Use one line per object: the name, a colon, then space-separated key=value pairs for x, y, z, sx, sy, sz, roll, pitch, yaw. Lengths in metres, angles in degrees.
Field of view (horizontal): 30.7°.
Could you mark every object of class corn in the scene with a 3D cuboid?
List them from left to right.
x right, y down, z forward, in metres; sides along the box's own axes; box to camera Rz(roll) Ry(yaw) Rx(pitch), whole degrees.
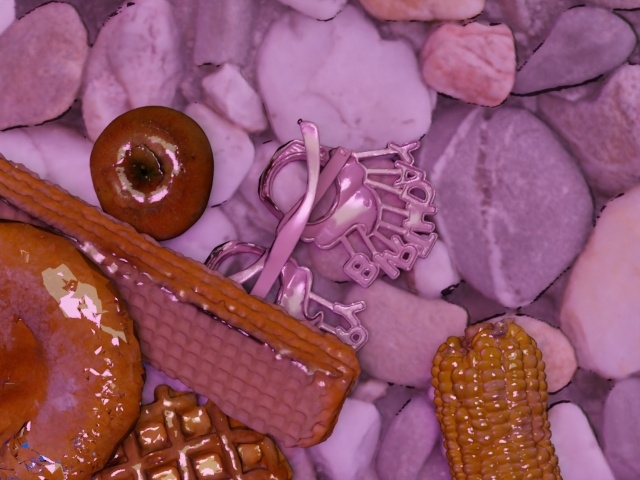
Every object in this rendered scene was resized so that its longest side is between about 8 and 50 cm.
corn: x=0.162 y=0.211 z=0.953 sx=0.101 sy=0.101 sz=0.292 roll=-13 pitch=81 yaw=-8

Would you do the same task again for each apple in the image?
apple: x=-0.137 y=-0.057 z=0.989 sx=0.099 sy=0.102 sz=0.114 roll=-18 pitch=86 yaw=4

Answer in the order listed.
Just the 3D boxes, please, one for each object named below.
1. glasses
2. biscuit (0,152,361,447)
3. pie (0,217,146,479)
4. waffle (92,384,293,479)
glasses: x=0.005 y=0.004 z=0.989 sx=0.162 sy=0.095 sz=0.255 roll=32 pitch=79 yaw=-2
biscuit: x=-0.148 y=0.046 z=0.945 sx=0.378 sy=0.094 sz=0.054 roll=28 pitch=35 yaw=9
pie: x=-0.266 y=0.101 z=0.915 sx=0.273 sy=0.069 sz=0.273 roll=0 pitch=90 yaw=20
waffle: x=-0.114 y=0.247 z=0.938 sx=0.249 sy=0.056 sz=0.253 roll=38 pitch=75 yaw=4
